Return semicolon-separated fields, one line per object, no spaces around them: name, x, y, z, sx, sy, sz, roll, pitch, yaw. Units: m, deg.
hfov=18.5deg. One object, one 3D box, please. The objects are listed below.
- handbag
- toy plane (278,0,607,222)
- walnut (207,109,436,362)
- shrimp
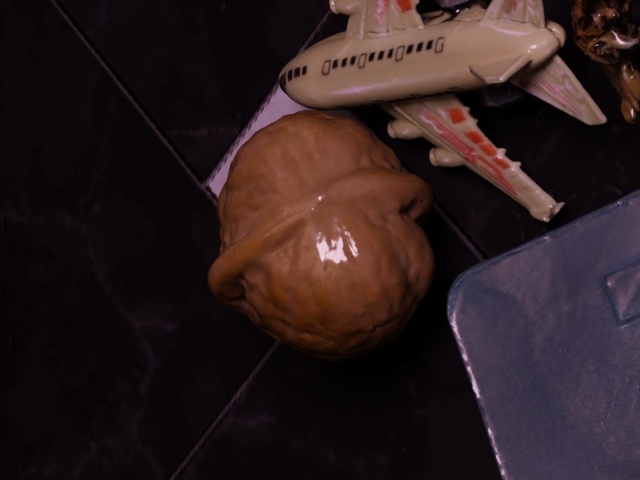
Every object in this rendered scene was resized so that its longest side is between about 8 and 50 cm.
handbag;0.181;0.095;1.128;0.179;0.062;0.229;-27;72;33
toy plane;0.064;-0.112;1.194;0.244;0.092;0.229;3;126;54
walnut;0.000;0.000;1.210;0.149;0.166;0.166;-22;70;-5
shrimp;0.171;-0.085;1.080;0.034;0.178;0.124;-25;79;7
